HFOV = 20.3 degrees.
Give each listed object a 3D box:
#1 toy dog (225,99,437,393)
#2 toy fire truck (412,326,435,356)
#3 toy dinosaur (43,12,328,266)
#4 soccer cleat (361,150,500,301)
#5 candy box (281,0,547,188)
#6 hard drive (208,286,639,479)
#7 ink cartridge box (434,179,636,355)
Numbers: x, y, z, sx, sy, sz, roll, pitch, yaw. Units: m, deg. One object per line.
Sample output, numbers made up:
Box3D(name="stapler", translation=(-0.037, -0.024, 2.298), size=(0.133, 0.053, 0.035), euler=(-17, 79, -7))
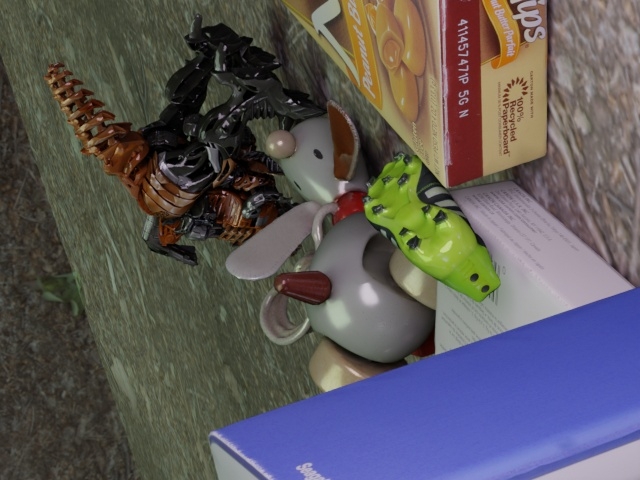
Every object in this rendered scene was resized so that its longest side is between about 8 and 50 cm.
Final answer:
Box3D(name="toy dog", translation=(0.000, 0.000, 1.478), size=(0.333, 0.161, 0.220), euler=(29, 97, 59))
Box3D(name="toy fire truck", translation=(0.131, 0.122, 1.437), size=(0.192, 0.047, 0.135), euler=(176, 79, -72))
Box3D(name="toy dinosaur", translation=(-0.116, -0.082, 1.696), size=(0.164, 0.218, 0.322), euler=(44, -167, 30))
Box3D(name="soccer cleat", translation=(0.076, -0.008, 1.252), size=(0.072, 0.060, 0.179), euler=(45, -173, -23))
Box3D(name="candy box", translation=(0.052, -0.201, 1.293), size=(0.316, 0.087, 0.183), euler=(-128, 26, -47))
Box3D(name="hard drive", translation=(0.119, 0.092, 0.972), size=(0.210, 0.318, 0.040), euler=(-159, 53, -69))
Box3D(name="ink cartridge box", translation=(0.167, 0.137, 1.250), size=(0.296, 0.066, 0.261), euler=(-131, 36, -53))
